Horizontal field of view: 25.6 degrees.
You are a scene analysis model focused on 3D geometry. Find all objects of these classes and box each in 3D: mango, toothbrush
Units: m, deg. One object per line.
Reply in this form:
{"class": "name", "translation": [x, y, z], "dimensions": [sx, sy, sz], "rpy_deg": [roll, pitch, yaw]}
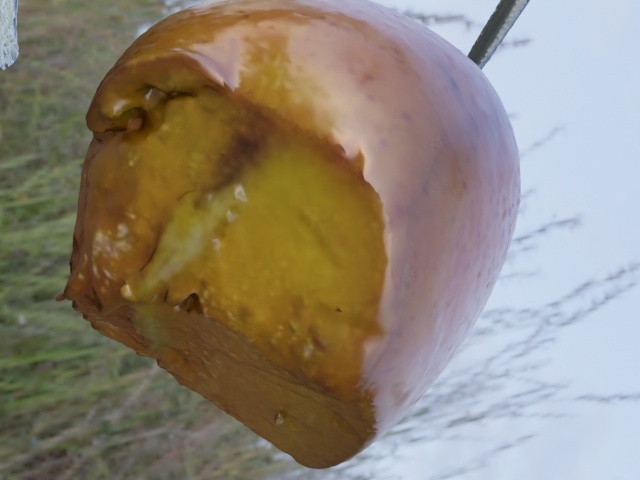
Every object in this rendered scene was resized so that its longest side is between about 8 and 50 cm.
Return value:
{"class": "mango", "translation": [0.000, 0.000, 0.652], "dimensions": [0.350, 0.199, 0.201], "rpy_deg": [15, 59, -79]}
{"class": "toothbrush", "translation": [0.150, -0.174, 1.333], "dimensions": [0.030, 0.297, 0.030], "rpy_deg": [32, -3, 6]}

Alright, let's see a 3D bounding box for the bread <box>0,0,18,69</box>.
{"class": "bread", "translation": [-0.259, -0.249, 0.969], "dimensions": [0.178, 0.141, 0.266], "rpy_deg": [-46, 142, -73]}
